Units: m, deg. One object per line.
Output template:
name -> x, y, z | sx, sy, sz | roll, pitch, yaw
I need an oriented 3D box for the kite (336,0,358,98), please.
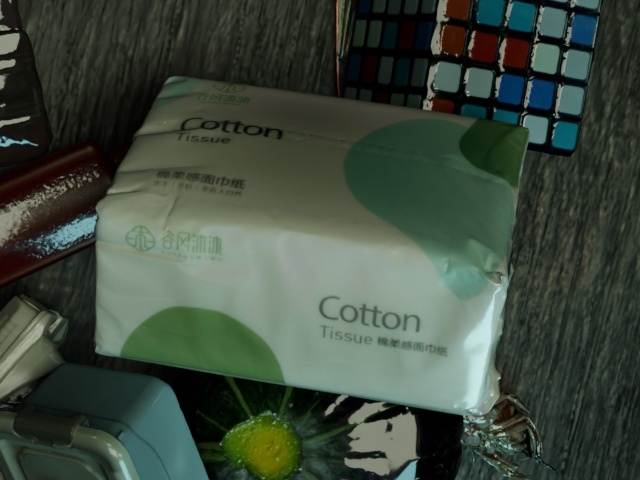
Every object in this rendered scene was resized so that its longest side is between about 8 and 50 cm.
kite -> 0.067, -0.187, 1.872 | 0.190, 0.010, 0.159 | 43, 83, -23

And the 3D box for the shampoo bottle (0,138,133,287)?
shampoo bottle -> -0.267, -0.027, 1.755 | 0.260, 0.064, 0.102 | -26, 108, -13

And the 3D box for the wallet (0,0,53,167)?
wallet -> -0.379, -0.137, 1.705 | 0.229, 0.049, 0.182 | -17, 109, -14

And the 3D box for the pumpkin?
pumpkin -> 0.010, 0.176, 1.808 | 0.296, 0.296, 0.296 | -4, 102, -19

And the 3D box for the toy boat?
toy boat -> -0.319, 0.184, 1.738 | 0.141, 0.141, 0.269 | 27, 85, -22

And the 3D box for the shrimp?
shrimp -> 0.190, 0.205, 1.965 | 0.190, 0.075, 0.073 | 39, 54, -32

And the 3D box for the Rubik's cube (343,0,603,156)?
Rubik's cube -> 0.147, -0.190, 1.799 | 0.187, 0.184, 0.182 | 8, 95, -23

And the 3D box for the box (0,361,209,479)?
box -> -0.197, 0.224, 1.674 | 0.130, 0.162, 0.227 | -54, 138, -39

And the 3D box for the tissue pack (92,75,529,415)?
tissue pack -> 0.000, -0.001, 1.617 | 0.356, 0.266, 0.194 | 9, 122, 6
